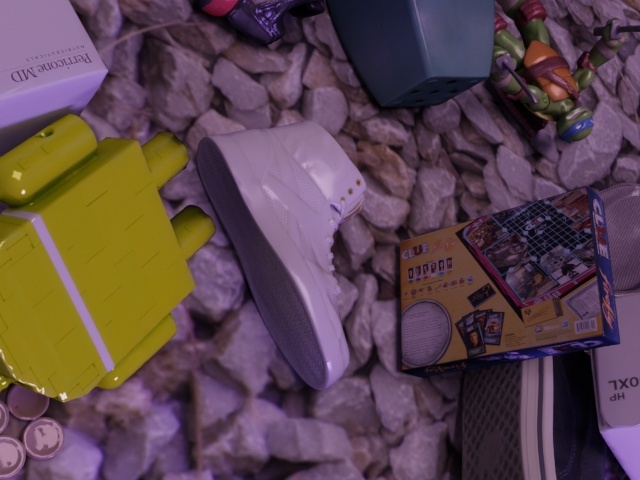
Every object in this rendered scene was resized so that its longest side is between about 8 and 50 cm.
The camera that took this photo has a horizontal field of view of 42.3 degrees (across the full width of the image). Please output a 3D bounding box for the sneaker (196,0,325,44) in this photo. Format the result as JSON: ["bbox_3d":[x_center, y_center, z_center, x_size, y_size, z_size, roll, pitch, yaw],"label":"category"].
[{"bbox_3d":[-0.026,-0.350,1.002,0.135,0.098,0.276,41,76,-23],"label":"sneaker"}]

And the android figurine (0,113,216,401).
[{"bbox_3d":[-0.203,0.024,0.720,0.273,0.056,0.248,-48,135,-37],"label":"android figurine"}]

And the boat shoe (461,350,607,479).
[{"bbox_3d":[0.234,0.310,0.878,0.156,0.187,0.500,23,55,-16],"label":"boat shoe"}]

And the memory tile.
[{"bbox_3d":[-0.297,0.137,0.714,0.113,0.012,0.148,-24,84,-37],"label":"memory tile"}]

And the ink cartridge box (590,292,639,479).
[{"bbox_3d":[0.499,0.207,0.921,0.395,0.285,0.166,50,35,-39],"label":"ink cartridge box"}]

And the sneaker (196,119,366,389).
[{"bbox_3d":[0.000,0.000,0.898,0.169,0.108,0.292,-19,81,-33],"label":"sneaker"}]

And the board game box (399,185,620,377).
[{"bbox_3d":[0.198,0.052,0.917,0.042,0.243,0.165,25,58,-43],"label":"board game box"}]

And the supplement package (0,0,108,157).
[{"bbox_3d":[-0.344,-0.117,0.666,0.262,0.204,0.145,-29,88,-37],"label":"supplement package"}]

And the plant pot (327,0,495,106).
[{"bbox_3d":[0.121,-0.299,1.067,0.166,0.165,0.234,-8,82,-34],"label":"plant pot"}]

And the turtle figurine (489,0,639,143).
[{"bbox_3d":[0.309,-0.282,1.128,0.266,0.198,0.275,58,9,21],"label":"turtle figurine"}]

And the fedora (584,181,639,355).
[{"bbox_3d":[0.373,0.016,1.065,0.244,0.124,0.275,33,56,17],"label":"fedora"}]
